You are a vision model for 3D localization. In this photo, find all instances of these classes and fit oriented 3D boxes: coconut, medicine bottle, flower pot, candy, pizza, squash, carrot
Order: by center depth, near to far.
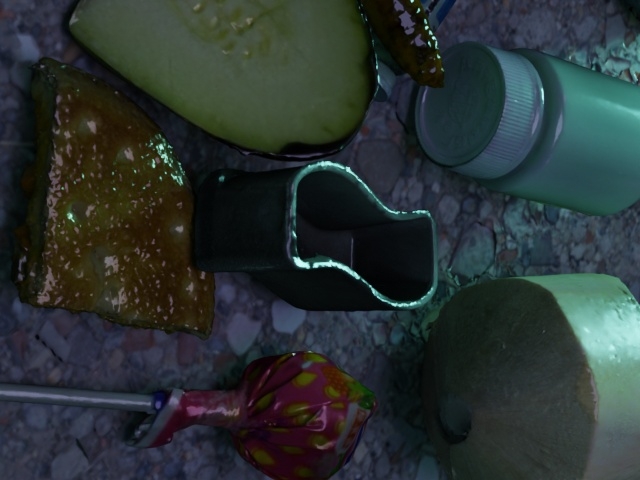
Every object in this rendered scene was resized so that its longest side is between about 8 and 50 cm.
[{"bbox_3d":[-0.182,-0.009,1.419,0.197,0.058,0.292,-51,125,-31],"label":"pizza"},{"bbox_3d":[-0.051,-0.186,1.439,0.237,0.155,0.204,-50,126,-19],"label":"squash"},{"bbox_3d":[-0.123,0.140,1.482,0.365,0.124,0.124,7,93,-31],"label":"candy"},{"bbox_3d":[0.000,0.000,1.507,0.229,0.108,0.103,24,68,-52],"label":"flower pot"},{"bbox_3d":[0.031,-0.263,1.515,0.066,0.066,0.314,-40,109,-27],"label":"carrot"},{"bbox_3d":[0.092,-0.216,1.611,0.051,0.051,0.191,46,70,-34],"label":"medicine bottle"},{"bbox_3d":[0.209,0.147,1.653,0.244,0.239,0.239,-3,100,-42],"label":"coconut"},{"bbox_3d":[0.211,-0.107,1.668,0.225,0.139,0.139,12,90,-40],"label":"medicine bottle"}]

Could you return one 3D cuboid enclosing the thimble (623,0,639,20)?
[{"bbox_3d":[0.402,-0.315,1.768,0.205,0.172,0.236,-53,128,-22],"label":"thimble"}]
